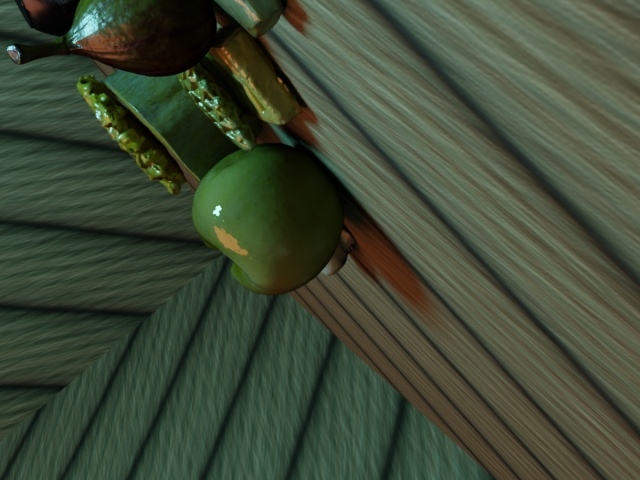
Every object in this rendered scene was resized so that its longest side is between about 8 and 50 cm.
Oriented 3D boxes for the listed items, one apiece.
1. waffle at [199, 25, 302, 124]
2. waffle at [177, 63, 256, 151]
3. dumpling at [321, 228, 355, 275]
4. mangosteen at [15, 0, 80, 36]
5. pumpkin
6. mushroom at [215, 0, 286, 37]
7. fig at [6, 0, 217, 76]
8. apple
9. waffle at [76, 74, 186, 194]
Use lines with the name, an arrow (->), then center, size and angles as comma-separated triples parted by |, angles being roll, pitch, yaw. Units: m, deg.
waffle -> -0.134, -0.282, 1.573 | 0.168, 0.057, 0.274 | 53, 171, -23
waffle -> -0.188, -0.245, 1.629 | 0.208, 0.054, 0.214 | 49, 177, -16
dumpling -> 0.000, 0.000, 1.981 | 0.150, 0.092, 0.176 | 48, 170, -9
mangosteen -> -0.475, -0.512, 1.710 | 0.287, 0.233, 0.287 | 53, 170, 14
pumpkin -> -0.263, -0.269, 1.895 | 0.332, 0.199, 0.332 | 49, 179, 1
mushroom -> -0.169, -0.399, 1.215 | 0.312, 0.081, 0.100 | 45, 178, 1
fig -> -0.330, -0.343, 1.439 | 0.217, 0.321, 0.217 | 162, 90, -78
apple -> -0.094, -0.044, 1.746 | 0.292, 0.254, 0.292 | 45, 171, 9
waffle -> -0.399, -0.224, 1.974 | 0.325, 0.068, 0.302 | 47, 180, -42
